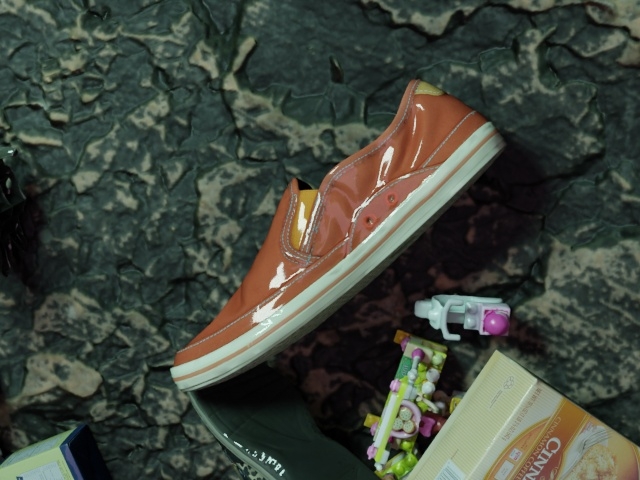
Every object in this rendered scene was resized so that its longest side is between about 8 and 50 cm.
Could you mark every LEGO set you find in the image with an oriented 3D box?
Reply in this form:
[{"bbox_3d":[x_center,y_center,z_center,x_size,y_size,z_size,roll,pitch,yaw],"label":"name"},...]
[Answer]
[{"bbox_3d":[0.098,0.189,1.063,0.132,0.107,0.287,-3,100,9],"label":"LEGO set"}]

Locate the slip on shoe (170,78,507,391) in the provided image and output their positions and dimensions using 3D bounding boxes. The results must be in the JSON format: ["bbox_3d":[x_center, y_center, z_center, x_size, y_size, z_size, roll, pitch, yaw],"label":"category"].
[{"bbox_3d":[0.000,0.000,1.037,0.331,0.123,0.101,-43,84,5],"label":"slip on shoe"}]

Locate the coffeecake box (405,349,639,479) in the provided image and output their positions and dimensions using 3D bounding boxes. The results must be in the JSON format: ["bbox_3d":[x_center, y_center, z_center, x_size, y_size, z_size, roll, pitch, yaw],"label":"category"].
[{"bbox_3d":[0.179,0.197,1.023,0.185,0.068,0.142,33,92,-26],"label":"coffeecake box"}]

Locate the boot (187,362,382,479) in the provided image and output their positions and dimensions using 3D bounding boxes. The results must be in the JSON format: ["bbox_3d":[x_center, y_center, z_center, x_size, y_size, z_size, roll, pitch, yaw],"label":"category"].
[{"bbox_3d":[-0.040,0.222,1.091,0.236,0.085,0.179,40,138,32],"label":"boot"}]

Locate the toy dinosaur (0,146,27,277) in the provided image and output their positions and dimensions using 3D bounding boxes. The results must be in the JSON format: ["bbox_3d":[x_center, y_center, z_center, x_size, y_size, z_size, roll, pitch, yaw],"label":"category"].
[{"bbox_3d":[-0.383,-0.049,1.075,0.218,0.164,0.322,22,125,20],"label":"toy dinosaur"}]

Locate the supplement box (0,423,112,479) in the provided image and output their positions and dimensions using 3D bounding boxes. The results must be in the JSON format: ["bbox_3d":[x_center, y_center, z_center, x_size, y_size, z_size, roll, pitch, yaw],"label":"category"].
[{"bbox_3d":[-0.237,0.223,1.143,0.083,0.056,0.083,-22,97,11],"label":"supplement box"}]

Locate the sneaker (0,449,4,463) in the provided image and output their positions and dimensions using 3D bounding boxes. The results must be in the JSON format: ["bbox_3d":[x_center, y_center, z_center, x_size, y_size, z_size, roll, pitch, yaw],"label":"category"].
[{"bbox_3d":[-0.333,0.165,1.146,0.076,0.065,0.166,-1,99,12],"label":"sneaker"}]
